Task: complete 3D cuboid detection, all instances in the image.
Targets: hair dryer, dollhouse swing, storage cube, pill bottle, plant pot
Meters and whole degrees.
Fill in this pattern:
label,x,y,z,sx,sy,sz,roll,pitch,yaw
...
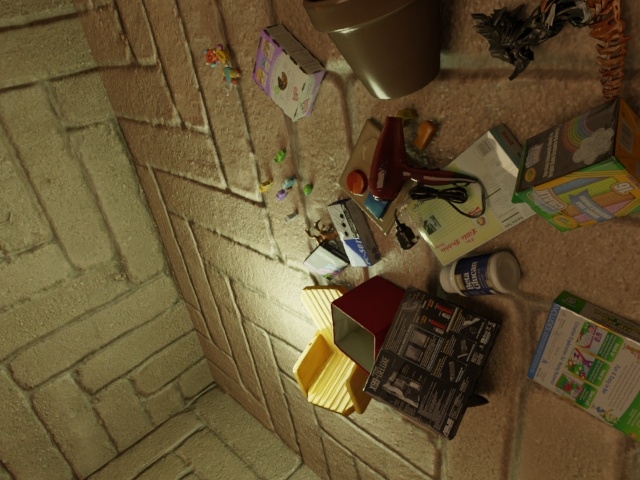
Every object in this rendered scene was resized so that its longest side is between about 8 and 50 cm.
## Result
label,x,y,z,sx,sy,sz,roll,pitch,yaw
hair dryer,0.213,-0.145,1.031,0.224,0.080,0.293,-32,85,28
dollhouse swing,0.016,0.369,1.611,0.305,0.315,0.347,48,152,-21
storage cube,0.166,0.251,1.373,0.215,0.193,0.183,31,138,42
pill bottle,0.365,0.082,1.081,0.169,0.094,0.094,-18,101,56
plant pot,0.127,-0.408,0.897,0.263,0.263,0.229,18,146,45

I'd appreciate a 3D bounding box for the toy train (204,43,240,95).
label,x,y,z,sx,sy,sz,roll,pitch,yaw
toy train,-0.311,-0.562,1.498,0.125,0.046,0.166,-27,90,58

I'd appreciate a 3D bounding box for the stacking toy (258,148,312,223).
label,x,y,z,sx,sy,sz,roll,pitch,yaw
stacking toy,-0.121,-0.174,1.550,0.167,0.052,0.221,51,145,11

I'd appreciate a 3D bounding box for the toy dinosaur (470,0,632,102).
label,x,y,z,sx,sy,sz,roll,pitch,yaw
toy dinosaur,0.364,-0.361,0.697,0.218,0.164,0.321,-24,77,41

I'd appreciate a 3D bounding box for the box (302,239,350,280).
label,x,y,z,sx,sy,sz,roll,pitch,yaw
box,0.020,0.070,1.539,0.116,0.029,0.162,32,145,-7

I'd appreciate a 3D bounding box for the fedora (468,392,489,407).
label,x,y,z,sx,sy,sz,roll,pitch,yaw
fedora,0.326,0.395,1.317,0.276,0.244,0.124,-19,70,51

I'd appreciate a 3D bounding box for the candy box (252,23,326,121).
label,x,y,z,sx,sy,sz,roll,pitch,yaw
candy box,-0.091,-0.456,1.269,0.196,0.070,0.164,49,145,15

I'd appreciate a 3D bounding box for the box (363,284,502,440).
label,x,y,z,sx,sy,sz,roll,pitch,yaw
box,0.280,0.301,1.176,0.243,0.307,0.076,22,177,29

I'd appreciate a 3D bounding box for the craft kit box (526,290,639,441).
label,x,y,z,sx,sy,sz,roll,pitch,yaw
craft kit box,0.588,0.263,0.974,0.247,0.061,0.249,33,139,37

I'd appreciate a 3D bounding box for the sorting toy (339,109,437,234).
label,x,y,z,sx,sy,sz,roll,pitch,yaw
sorting toy,0.153,-0.191,1.139,0.229,0.041,0.307,53,138,29

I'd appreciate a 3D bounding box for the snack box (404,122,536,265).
label,x,y,z,sx,sy,sz,roll,pitch,yaw
snack box,0.330,-0.084,1.024,0.187,0.060,0.322,57,147,7

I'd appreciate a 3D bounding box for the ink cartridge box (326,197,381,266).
label,x,y,z,sx,sy,sz,roll,pitch,yaw
ink cartridge box,0.100,-0.023,1.387,0.097,0.046,0.207,-5,112,55

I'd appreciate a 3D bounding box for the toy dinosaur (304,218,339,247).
label,x,y,z,sx,sy,sz,roll,pitch,yaw
toy dinosaur,0.000,0.000,1.521,0.112,0.064,0.211,52,147,8

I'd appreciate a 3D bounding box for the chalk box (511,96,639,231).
label,x,y,z,sx,sy,sz,roll,pitch,yaw
chalk box,0.424,-0.110,0.777,0.132,0.132,0.213,33,153,-19
